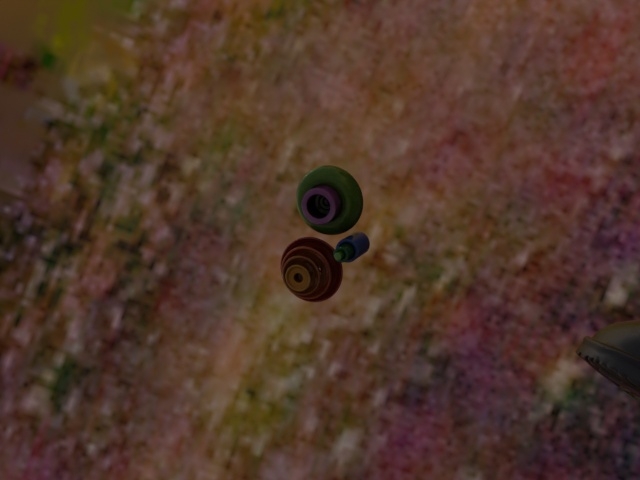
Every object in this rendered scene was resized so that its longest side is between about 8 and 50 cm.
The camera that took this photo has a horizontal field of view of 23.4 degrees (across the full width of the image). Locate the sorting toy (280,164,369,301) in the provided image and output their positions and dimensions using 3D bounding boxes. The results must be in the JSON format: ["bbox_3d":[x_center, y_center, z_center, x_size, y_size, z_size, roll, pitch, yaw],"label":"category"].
[{"bbox_3d":[0.000,0.000,1.101,0.042,0.061,0.102,-31,-46,-64],"label":"sorting toy"}]

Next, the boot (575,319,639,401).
[{"bbox_3d":[0.325,0.046,1.165,0.207,0.094,0.246,-57,25,-7],"label":"boot"}]
